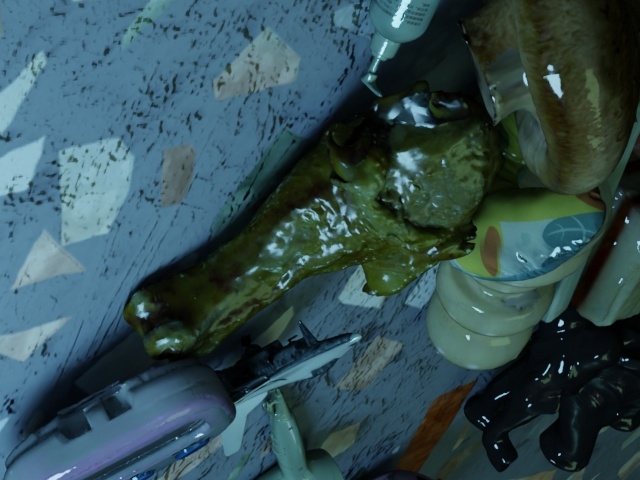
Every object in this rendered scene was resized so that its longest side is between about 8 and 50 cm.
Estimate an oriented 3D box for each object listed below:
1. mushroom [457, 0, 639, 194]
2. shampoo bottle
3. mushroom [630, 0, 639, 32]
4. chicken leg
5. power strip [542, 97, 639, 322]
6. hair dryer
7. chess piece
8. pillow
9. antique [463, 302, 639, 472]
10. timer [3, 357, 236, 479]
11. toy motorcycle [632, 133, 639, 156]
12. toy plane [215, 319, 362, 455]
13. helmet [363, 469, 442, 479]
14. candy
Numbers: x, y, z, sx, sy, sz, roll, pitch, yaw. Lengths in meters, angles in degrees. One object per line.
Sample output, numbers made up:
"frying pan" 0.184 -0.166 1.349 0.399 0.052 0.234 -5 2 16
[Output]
"mushroom" 0.195 -0.177 1.495 0.146 0.278 0.278 -16 152 2
"shampoo bottle" 0.076 -0.212 1.460 0.056 0.056 0.195 -15 141 -47
"mushroom" 0.370 -0.299 1.663 0.253 0.153 0.253 -35 154 -20
"chicken leg" 0.008 -0.004 1.578 0.361 0.140 0.211 -37 137 7
"power strip" 0.265 -0.059 1.901 0.043 0.106 0.367 -34 152 -37
"hair dryer" -0.068 0.247 1.908 0.206 0.075 0.237 -25 140 -26
"chess piece" 0.197 0.030 1.894 0.167 0.167 0.300 -32 157 -28
"pillow" 0.198 -0.069 1.658 0.086 0.214 0.233 36 59 -35
"antique" 0.348 0.158 2.260 0.322 0.185 0.255 -21 151 -43
"timer" -0.178 0.177 1.557 0.208 0.069 0.191 -27 166 -3
"toy motorcycle" 0.376 -0.148 1.923 0.212 0.118 0.084 -26 142 -37
"toy plane" -0.053 0.125 1.690 0.234 0.082 0.160 -44 175 37
"helmet" 0.063 0.379 2.179 0.253 0.154 0.198 -20 168 -12
"candy" 0.414 -0.018 2.152 0.320 0.135 0.179 -13 140 -48
